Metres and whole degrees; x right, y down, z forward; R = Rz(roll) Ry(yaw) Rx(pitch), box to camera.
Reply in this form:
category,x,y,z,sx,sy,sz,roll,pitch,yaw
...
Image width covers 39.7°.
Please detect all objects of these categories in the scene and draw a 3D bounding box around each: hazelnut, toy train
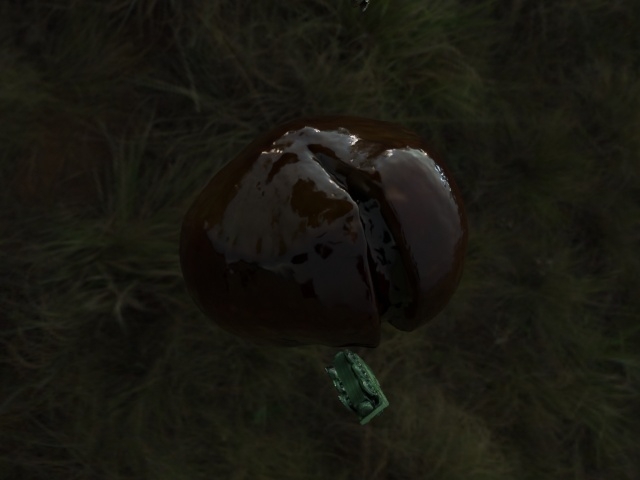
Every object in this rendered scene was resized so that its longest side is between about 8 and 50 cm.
category,x,y,z,sx,sy,sz,roll,pitch,yaw
hazelnut,0.000,0.000,0.645,0.203,0.178,0.178,-24,95,-11
toy train,0.036,0.137,0.825,0.033,0.083,0.053,-40,125,6

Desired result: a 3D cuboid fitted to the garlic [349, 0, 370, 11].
category,x,y,z,sx,sy,sz,roll,pitch,yaw
garlic,-0.059,-0.201,0.413,0.207,0.207,0.257,-6,82,-34
